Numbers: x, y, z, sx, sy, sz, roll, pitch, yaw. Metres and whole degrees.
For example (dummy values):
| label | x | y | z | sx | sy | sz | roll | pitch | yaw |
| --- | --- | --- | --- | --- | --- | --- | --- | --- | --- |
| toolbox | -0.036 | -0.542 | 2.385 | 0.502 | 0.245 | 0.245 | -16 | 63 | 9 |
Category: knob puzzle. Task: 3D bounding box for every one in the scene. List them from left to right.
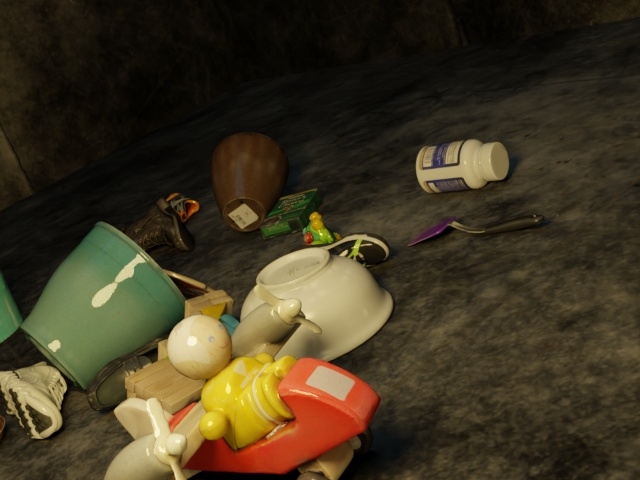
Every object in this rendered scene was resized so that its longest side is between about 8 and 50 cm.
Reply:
| label | x | y | z | sx | sy | sz | roll | pitch | yaw |
| --- | --- | --- | --- | --- | --- | --- | --- | --- | --- |
| knob puzzle | -0.306 | 0.098 | 1.937 | 0.213 | 0.213 | 0.030 | 3 | 68 | 49 |

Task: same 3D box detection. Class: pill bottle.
| label | x | y | z | sx | sy | sz | roll | pitch | yaw |
| --- | --- | --- | --- | --- | --- | --- | --- | --- | --- |
| pill bottle | 0.319 | -0.168 | 2.045 | 0.187 | 0.112 | 0.112 | -3 | 26 | 40 |

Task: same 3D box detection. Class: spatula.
| label | x | y | z | sx | sy | sz | roll | pitch | yaw |
| --- | --- | --- | --- | --- | --- | --- | --- | --- | --- |
| spatula | 0.307 | -0.027 | 1.807 | 0.296 | 0.030 | 0.084 | -5 | 23 | 39 |

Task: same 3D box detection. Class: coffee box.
| label | x | y | z | sx | sy | sz | roll | pitch | yaw |
| --- | --- | --- | --- | --- | --- | --- | --- | --- | --- |
| coffee box | -0.073 | -0.068 | 2.292 | 0.113 | 0.040 | 0.184 | -13 | 21 | 23 |

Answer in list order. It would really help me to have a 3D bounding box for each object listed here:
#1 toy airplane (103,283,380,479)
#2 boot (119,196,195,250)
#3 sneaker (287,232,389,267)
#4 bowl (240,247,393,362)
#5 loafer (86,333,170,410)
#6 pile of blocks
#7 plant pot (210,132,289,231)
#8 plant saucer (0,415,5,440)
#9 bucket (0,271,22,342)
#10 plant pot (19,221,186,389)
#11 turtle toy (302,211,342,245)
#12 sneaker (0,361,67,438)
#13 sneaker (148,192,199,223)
| label | x | y | z | sx | sy | sz | roll | pitch | yaw |
| --- | --- | --- | --- | --- | --- | --- | --- | --- | --- |
| toy airplane | -0.146 | 0.223 | 1.260 | 0.384 | 0.272 | 0.386 | -25 | 20 | -9 |
| boot | -0.467 | 0.011 | 2.444 | 0.229 | 0.091 | 0.263 | -37 | 36 | -4 |
| sneaker | 0.031 | 0.057 | 1.845 | 0.235 | 0.084 | 0.097 | -14 | 45 | 24 |
| bowl | -0.028 | 0.104 | 1.661 | 0.298 | 0.134 | 0.298 | -19 | 20 | 7 |
| loafer | -0.338 | 0.241 | 1.703 | 0.078 | 0.076 | 0.223 | -13 | 16 | 45 |
| pile of blocks | -0.214 | 0.223 | 1.605 | 0.149 | 0.112 | 0.362 | 11 | 28 | 10 |
| plant pot | -0.191 | -0.130 | 2.383 | 0.215 | 0.215 | 0.230 | -17 | 35 | 12 |
| plant saucer | -0.669 | 0.390 | 1.724 | 0.168 | 0.029 | 0.168 | -20 | 19 | 7 |
| bucket | -0.901 | 0.176 | 2.297 | 0.281 | 0.183 | 0.281 | -20 | 19 | 7 |
| plant pot | -0.443 | 0.146 | 1.818 | 0.255 | 0.271 | 0.272 | -45 | 27 | -20 |
| turtle toy | 0.000 | 0.000 | 1.985 | 0.066 | 0.095 | 0.130 | -41 | 17 | 9 |
| sneaker | -0.539 | 0.292 | 1.751 | 0.118 | 0.110 | 0.292 | -21 | 18 | -27 |
| sneaker | -0.426 | -0.069 | 2.609 | 0.083 | 0.084 | 0.215 | 10 | 38 | 23 |
